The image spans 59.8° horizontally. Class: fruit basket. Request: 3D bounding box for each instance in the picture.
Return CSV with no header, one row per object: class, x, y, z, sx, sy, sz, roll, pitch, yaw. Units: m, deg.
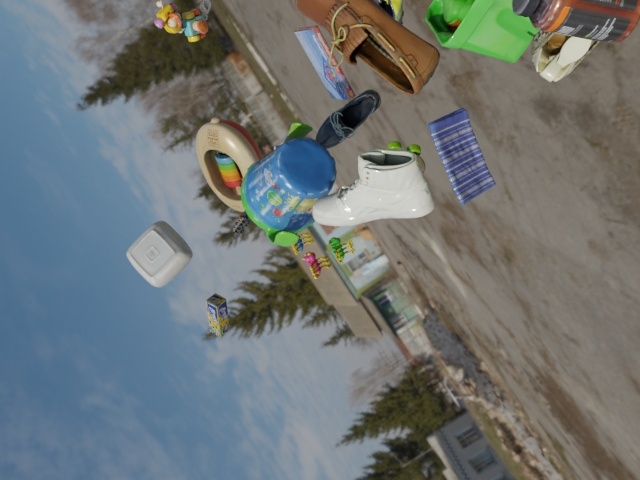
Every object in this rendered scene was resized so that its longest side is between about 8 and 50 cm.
fruit basket,0.306,-0.562,1.054,0.392,0.393,0.282,55,-161,-32

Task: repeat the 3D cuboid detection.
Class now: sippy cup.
sippy cup,-0.072,-0.155,1.481,0.305,0.240,0.224,63,152,6

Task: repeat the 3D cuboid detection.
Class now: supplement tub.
supplement tub,0.436,-0.406,0.953,0.106,0.198,0.105,-173,90,-81

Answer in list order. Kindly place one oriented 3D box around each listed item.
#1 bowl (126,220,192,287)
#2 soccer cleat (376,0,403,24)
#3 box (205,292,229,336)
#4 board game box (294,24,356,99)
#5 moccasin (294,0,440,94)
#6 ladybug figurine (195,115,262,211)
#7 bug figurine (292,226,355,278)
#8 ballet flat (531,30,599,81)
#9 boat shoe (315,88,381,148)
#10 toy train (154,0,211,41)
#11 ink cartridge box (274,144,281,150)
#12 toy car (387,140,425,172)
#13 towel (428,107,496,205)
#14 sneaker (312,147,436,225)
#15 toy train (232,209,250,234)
bowl,-0.414,0.035,1.409,0.142,0.142,0.053,46,-176,7
soccer cleat,0.262,-0.936,2.088,0.121,0.094,0.288,-16,-70,-49
box,-0.388,0.284,2.110,0.059,0.054,0.168,24,133,27
board game box,0.017,-0.625,1.973,0.281,0.027,0.145,56,166,-29
moccasin,0.095,-0.479,1.333,0.380,0.147,0.139,37,163,-2
ladybug figurine,-0.354,-0.322,2.307,0.305,0.161,0.449,15,138,25
bug figurine,0.000,0.000,1.839,0.072,0.279,0.216,-1,115,48
ballet flat,0.717,-0.571,1.614,0.164,0.181,0.483,24,171,2
boat shoe,0.079,-0.364,1.709,0.095,0.255,0.079,54,-156,-9
toy train,-0.276,-0.478,1.132,0.046,0.125,0.166,17,-177,32
ink cartridge box,-0.109,-0.195,2.120,0.330,0.072,0.323,-58,-37,-83
toy car,0.279,-0.243,2.029,0.188,0.149,0.154,130,143,-60
towel,0.545,-0.326,2.128,0.040,0.243,0.335,-18,98,52
sneaker,0.093,-0.127,1.240,0.169,0.293,0.108,62,-148,-38
toy train,-0.233,-0.058,1.675,0.158,0.027,0.036,-43,68,56
